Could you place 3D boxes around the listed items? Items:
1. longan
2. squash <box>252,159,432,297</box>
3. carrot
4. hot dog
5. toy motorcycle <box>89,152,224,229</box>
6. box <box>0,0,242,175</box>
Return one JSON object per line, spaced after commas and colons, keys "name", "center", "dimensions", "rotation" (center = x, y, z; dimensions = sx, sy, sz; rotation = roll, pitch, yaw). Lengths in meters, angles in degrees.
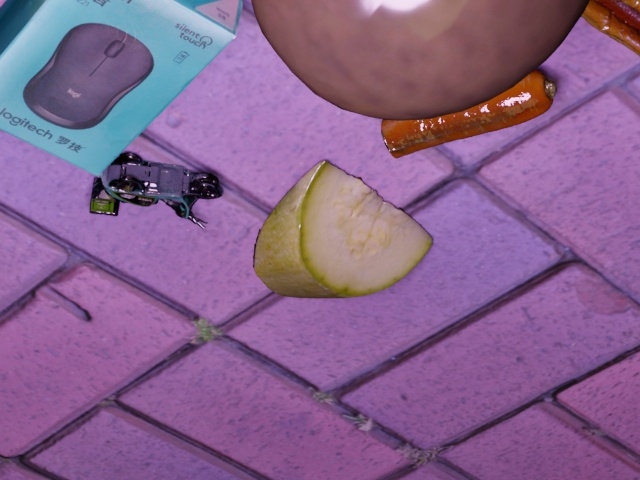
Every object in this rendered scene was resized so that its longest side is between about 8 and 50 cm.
{"name": "longan", "center": [0.108, -0.306, 1.473], "dimensions": [0.404, 0.336, 0.404], "rotation": [-30, 152, -18]}
{"name": "squash", "center": [0.000, 0.000, 2.083], "dimensions": [0.237, 0.155, 0.204], "rotation": [35, 91, -33]}
{"name": "carrot", "center": [0.187, -0.161, 1.860], "dimensions": [0.225, 0.067, 0.067], "rotation": [-16, 138, 19]}
{"name": "hot dog", "center": [0.349, -0.276, 1.725], "dimensions": [0.242, 0.073, 0.084], "rotation": [28, 126, -31]}
{"name": "toy motorcycle", "center": [-0.215, -0.065, 1.969], "dimensions": [0.173, 0.058, 0.100], "rotation": [6, 146, -7]}
{"name": "box", "center": [-0.257, -0.231, 1.723], "dimensions": [0.205, 0.118, 0.311], "rotation": [25, 133, -30]}
